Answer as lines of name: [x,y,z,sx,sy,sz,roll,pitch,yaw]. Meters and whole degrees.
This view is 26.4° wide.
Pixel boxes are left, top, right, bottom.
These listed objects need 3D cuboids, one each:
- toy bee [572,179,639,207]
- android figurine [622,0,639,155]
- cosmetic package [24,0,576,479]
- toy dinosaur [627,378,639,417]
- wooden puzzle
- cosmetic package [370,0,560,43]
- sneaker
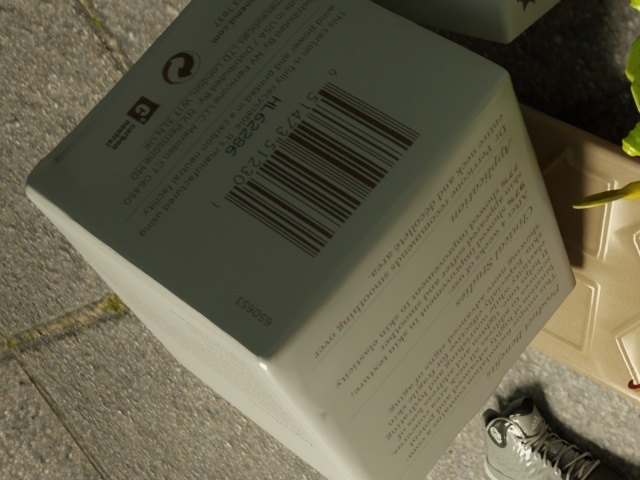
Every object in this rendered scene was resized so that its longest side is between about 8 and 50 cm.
toy bee: [0.335,-0.030,1.167,0.298,0.195,0.162,60,-167,21]
android figurine: [0.355,-0.152,1.070,0.248,0.056,0.273,41,102,12]
cosmetic package: [0.000,0.000,1.318,0.327,0.329,0.394,32,165,32]
toy dinosaur: [0.348,0.146,1.380,0.090,0.047,0.082,45,131,35]
wooden puzzle: [0.316,0.025,1.421,0.348,0.080,0.322,33,143,32]
cosmetic package: [0.026,-0.361,1.297,0.453,0.161,0.230,21,137,37]
sneaker: [0.282,0.261,1.676,0.228,0.086,0.132,12,129,44]
